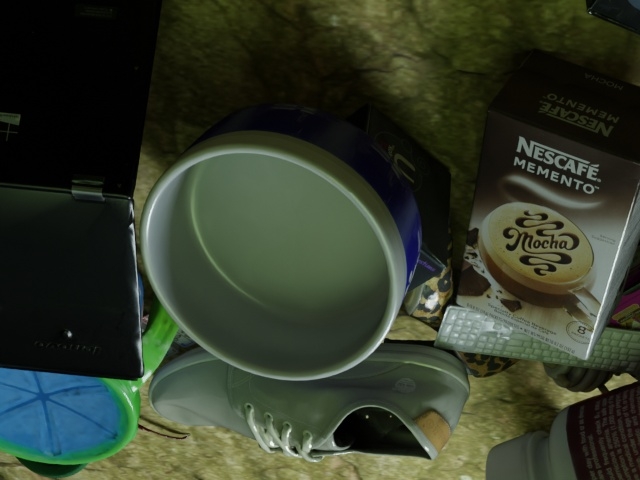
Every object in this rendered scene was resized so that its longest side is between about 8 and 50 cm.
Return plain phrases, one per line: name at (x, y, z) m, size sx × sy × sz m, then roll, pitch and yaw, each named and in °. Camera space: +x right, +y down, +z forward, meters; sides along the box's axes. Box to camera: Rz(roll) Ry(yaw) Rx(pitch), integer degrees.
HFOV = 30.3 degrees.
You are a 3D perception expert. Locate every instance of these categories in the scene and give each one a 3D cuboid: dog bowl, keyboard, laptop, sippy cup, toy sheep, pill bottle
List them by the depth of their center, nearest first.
dog bowl at (-0.038, 0.003, 1.163) m, size 0.265 × 0.104 × 0.264 m, roll 10°, pitch 122°, yaw 16°
laptop at (-0.361, -0.087, 1.230) m, size 0.382 × 0.407 × 0.236 m, roll 6°, pitch 167°, yaw 1°
pill bottle at (0.414, 0.274, 1.409) m, size 0.392 × 0.224 × 0.224 m, roll -24°, pitch 128°, yaw 24°
keyboard at (0.268, 0.119, 1.416) m, size 0.256 × 0.014 × 0.072 m, roll 8°, pitch 136°, yaw -7°
sippy cup at (-0.318, 0.118, 1.450) m, size 0.306 × 0.224 × 0.240 m, roll 7°, pitch 135°, yaw 0°
toy sheep at (0.335, 0.155, 1.507) m, size 0.132 × 0.091 × 0.091 m, roll 19°, pitch 135°, yaw -22°

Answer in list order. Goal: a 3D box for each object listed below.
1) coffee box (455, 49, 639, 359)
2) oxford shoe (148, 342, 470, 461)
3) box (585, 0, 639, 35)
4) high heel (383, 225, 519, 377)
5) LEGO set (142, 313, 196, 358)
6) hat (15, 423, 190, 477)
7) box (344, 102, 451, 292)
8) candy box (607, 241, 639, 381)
coffee box at (0.256, -0.033, 1.262) m, size 0.168 × 0.119 × 0.297 m, roll 23°, pitch 139°, yaw 20°
oxford shoe at (-0.033, 0.213, 1.496) m, size 0.449 × 0.130 × 0.169 m, roll -3°, pitch 144°, yaw 25°
box at (0.350, -0.269, 1.076) m, size 0.147 × 0.077 × 0.180 m, roll 20°, pitch 135°, yaw -12°
high heel at (0.187, 0.071, 1.452) m, size 0.186 × 0.093 × 0.261 m, roll 1°, pitch 135°, yaw -10°
LEGO set at (-0.165, 0.164, 1.623) m, size 0.244 × 0.060 × 0.182 m, roll 35°, pitch 141°, yaw -24°
hat at (-0.344, 0.247, 1.730) m, size 0.173 × 0.183 × 0.208 m, roll -28°, pitch 85°, yaw 23°
box at (0.000, 0.000, 1.331) m, size 0.270 × 0.165 × 0.143 m, roll -33°, pitch 121°, yaw 33°
candy box at (0.433, 0.103, 1.452) m, size 0.233 × 0.071 × 0.159 m, roll 34°, pitch 129°, yaw -25°
